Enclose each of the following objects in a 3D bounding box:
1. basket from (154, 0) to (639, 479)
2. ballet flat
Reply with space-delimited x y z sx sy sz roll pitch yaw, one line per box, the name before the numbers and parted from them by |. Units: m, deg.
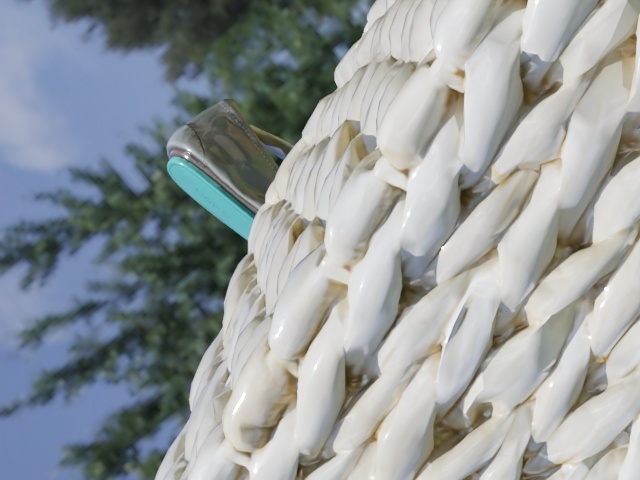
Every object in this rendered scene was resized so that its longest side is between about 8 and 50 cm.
basket | 0.127 0.005 0.577 0.266 0.328 0.331 26 -151 -4
ballet flat | 0.000 0.000 1.022 0.213 0.068 0.072 46 158 0
